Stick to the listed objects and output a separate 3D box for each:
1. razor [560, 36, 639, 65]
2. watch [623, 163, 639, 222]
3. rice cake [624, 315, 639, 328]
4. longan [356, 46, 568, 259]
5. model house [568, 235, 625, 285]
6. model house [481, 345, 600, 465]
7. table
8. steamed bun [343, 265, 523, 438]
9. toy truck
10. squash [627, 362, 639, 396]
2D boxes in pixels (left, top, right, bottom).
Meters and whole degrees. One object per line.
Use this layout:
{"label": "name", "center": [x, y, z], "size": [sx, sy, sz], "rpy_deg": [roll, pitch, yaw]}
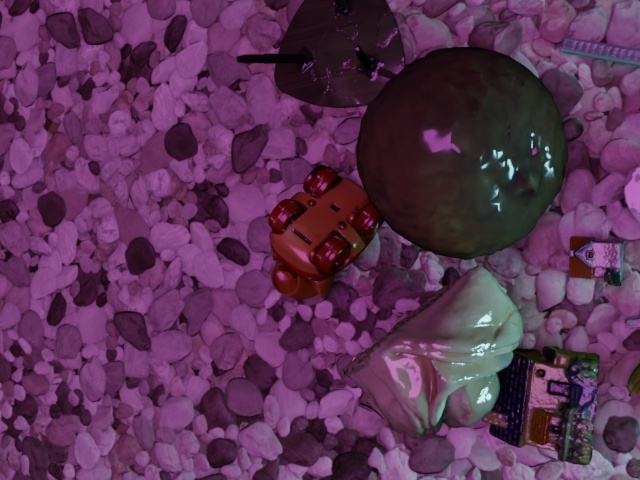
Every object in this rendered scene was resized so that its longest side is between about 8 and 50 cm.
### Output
{"label": "razor", "center": [0.593, -0.343, 1.407], "size": [0.277, 0.056, 0.111], "rpy_deg": [18, 98, 21]}
{"label": "watch", "center": [0.658, -0.063, 1.294], "size": [0.244, 0.231, 0.196], "rpy_deg": [42, 108, 13]}
{"label": "rice cake", "center": [0.639, 0.146, 1.414], "size": [0.121, 0.022, 0.022], "rpy_deg": [-15, 88, 22]}
{"label": "longan", "center": [0.257, -0.166, 1.376], "size": [0.391, 0.391, 0.391], "rpy_deg": [0, 91, 22]}
{"label": "model house", "center": [0.520, 0.039, 1.419], "size": [0.100, 0.100, 0.088], "rpy_deg": [4, 94, 23]}
{"label": "model house", "center": [0.419, 0.301, 1.430], "size": [0.211, 0.170, 0.194], "rpy_deg": [6, 95, 23]}
{"label": "table", "center": [-0.002, -0.447, 1.545], "size": [0.317, 0.249, 0.317], "rpy_deg": [0, 91, 22]}
{"label": "steamed bun", "center": [0.237, 0.236, 1.423], "size": [0.237, 0.346, 0.394], "rpy_deg": [51, 128, 8]}
{"label": "toy truck", "center": [0.000, 0.000, 1.605], "size": [0.189, 0.239, 0.265], "rpy_deg": [39, 64, 17]}
{"label": "squash", "center": [0.655, 0.207, 1.377], "size": [0.069, 0.069, 0.239], "rpy_deg": [44, 111, 16]}
